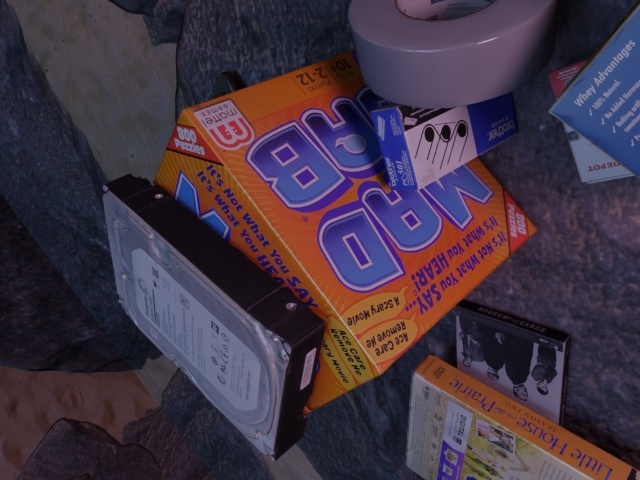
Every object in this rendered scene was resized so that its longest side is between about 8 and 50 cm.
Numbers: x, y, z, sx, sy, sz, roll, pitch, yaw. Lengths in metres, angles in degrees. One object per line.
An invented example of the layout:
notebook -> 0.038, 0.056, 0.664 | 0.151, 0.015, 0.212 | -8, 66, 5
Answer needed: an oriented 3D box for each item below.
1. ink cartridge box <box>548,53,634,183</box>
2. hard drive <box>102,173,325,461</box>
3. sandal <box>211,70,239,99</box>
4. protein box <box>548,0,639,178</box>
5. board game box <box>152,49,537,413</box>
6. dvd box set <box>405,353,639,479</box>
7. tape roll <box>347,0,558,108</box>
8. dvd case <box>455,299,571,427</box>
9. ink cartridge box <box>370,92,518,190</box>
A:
ink cartridge box -> 0.327, -0.142, 0.642 | 0.099, 0.056, 0.135 | -9, 108, 49
hard drive -> -0.147, 0.092, 0.730 | 0.339, 0.064, 0.237 | 37, 138, 27
sandal -> -0.213, -0.242, 1.158 | 0.090, 0.060, 0.219 | 56, 142, 3
protein box -> 0.350, -0.140, 0.497 | 0.201, 0.136, 0.200 | 40, 125, 8
board game box -> 0.000, 0.000, 0.848 | 0.356, 0.356, 0.356 | 52, 142, 7
dvd box set -> 0.334, 0.394, 0.955 | 0.420, 0.062, 0.307 | 26, 139, 32
tape roll -> 0.143, -0.240, 0.638 | 0.219, 0.219, 0.072 | 26, 152, 35
dvd case -> 0.302, 0.224, 0.936 | 0.179, 0.029, 0.238 | 17, 127, 40
ink cartridge box -> 0.156, -0.142, 0.704 | 0.046, 0.207, 0.097 | 5, 118, 51
